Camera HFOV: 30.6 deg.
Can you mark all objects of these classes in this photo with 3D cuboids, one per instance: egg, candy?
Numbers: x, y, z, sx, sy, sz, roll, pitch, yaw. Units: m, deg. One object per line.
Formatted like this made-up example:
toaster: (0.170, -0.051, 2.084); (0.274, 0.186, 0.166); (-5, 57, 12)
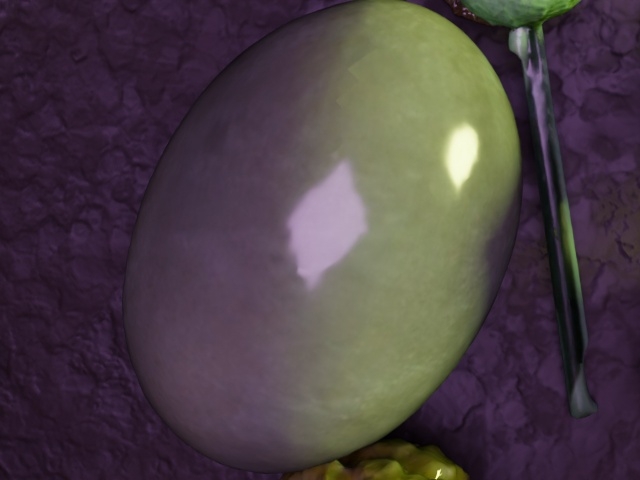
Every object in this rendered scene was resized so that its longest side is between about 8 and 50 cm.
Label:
egg: (0.000, 0.000, 0.828); (0.258, 0.258, 0.352); (34, 104, 4)
candy: (0.168, -0.070, 0.881); (0.119, 0.119, 0.439); (-7, 104, 8)

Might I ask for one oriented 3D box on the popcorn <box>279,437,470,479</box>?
popcorn: (0.037, 0.268, 0.872); (0.212, 0.259, 0.259); (33, 97, -11)

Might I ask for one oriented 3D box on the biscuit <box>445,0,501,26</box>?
biscuit: (0.142, -0.226, 0.915); (0.120, 0.015, 0.120); (0, 94, 6)
